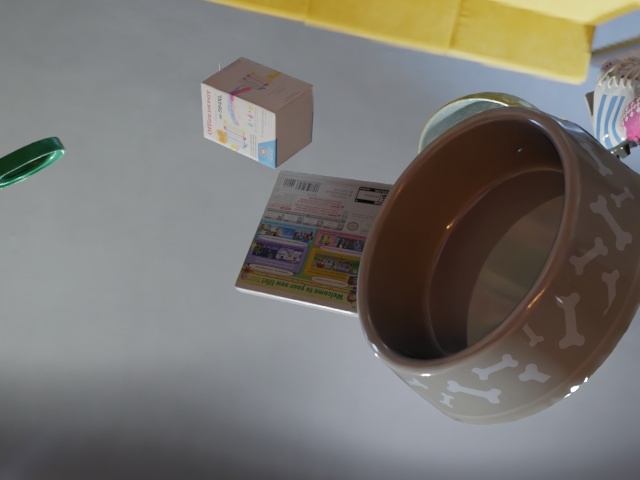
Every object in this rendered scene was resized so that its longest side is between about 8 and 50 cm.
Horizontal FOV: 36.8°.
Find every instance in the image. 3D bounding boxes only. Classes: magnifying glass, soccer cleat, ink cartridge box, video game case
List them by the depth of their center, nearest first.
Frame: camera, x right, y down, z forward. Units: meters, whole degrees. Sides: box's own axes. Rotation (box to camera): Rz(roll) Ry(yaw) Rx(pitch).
[{"bbox_3d":[-0.388,-0.064,1.086,0.231,0.026,0.092,-30,-178,-41],"label":"magnifying glass"},{"bbox_3d":[-0.092,-0.177,1.302,0.143,0.092,0.090,25,-136,25],"label":"ink cartridge box"},{"bbox_3d":[0.000,0.000,1.350,0.212,0.193,0.023,10,160,32],"label":"video game case"},{"bbox_3d":[0.458,-0.212,1.390,0.116,0.143,0.331,-25,172,-6],"label":"soccer cleat"}]

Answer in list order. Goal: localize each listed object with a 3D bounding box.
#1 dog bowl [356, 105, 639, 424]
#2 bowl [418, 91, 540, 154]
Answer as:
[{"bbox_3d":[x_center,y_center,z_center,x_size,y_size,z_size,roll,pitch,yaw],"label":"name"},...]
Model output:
[{"bbox_3d":[0.175,0.013,1.016,0.102,0.348,0.349,28,172,-30],"label":"dog bowl"},{"bbox_3d":[0.350,-0.166,1.835,0.290,0.289,0.156,12,-145,33],"label":"bowl"}]
